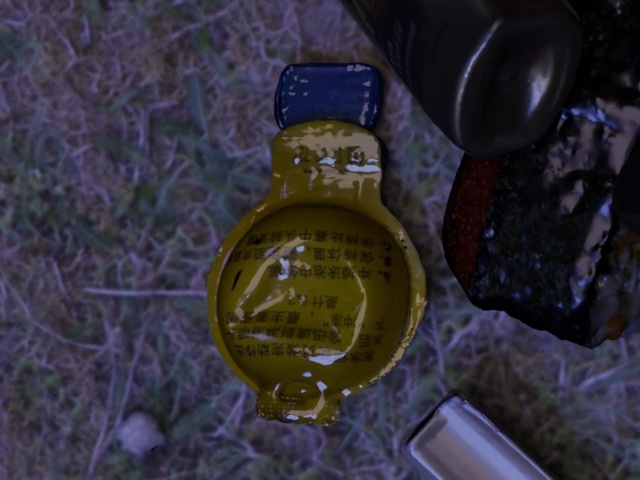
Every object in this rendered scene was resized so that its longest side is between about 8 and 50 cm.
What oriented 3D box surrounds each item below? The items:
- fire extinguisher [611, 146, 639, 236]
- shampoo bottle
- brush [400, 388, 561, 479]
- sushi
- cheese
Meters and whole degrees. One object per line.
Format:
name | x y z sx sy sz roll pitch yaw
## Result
fire extinguisher | 0.288 0.034 1.066 0.089 0.072 0.267 -38 118 20
shampoo bottle | 0.039 -0.199 1.128 0.350 0.084 0.126 57 147 38
brush | 0.187 0.222 1.162 0.321 0.050 0.060 43 98 6
sushi | 0.173 -0.047 1.122 0.126 0.136 0.225 31 100 34
cheese | 0.000 0.000 1.213 0.156 0.064 0.250 3 80 16
